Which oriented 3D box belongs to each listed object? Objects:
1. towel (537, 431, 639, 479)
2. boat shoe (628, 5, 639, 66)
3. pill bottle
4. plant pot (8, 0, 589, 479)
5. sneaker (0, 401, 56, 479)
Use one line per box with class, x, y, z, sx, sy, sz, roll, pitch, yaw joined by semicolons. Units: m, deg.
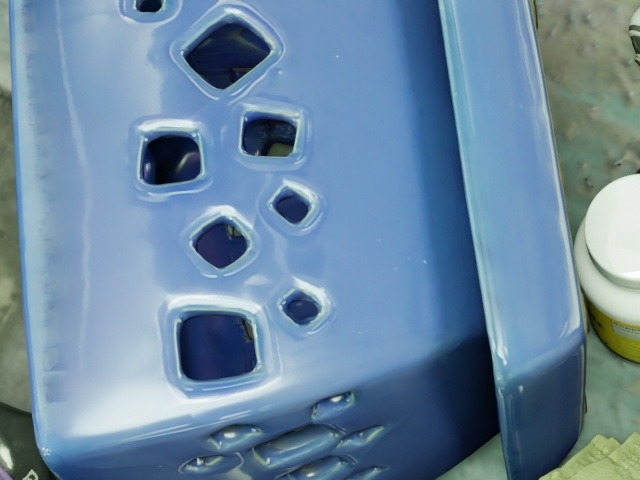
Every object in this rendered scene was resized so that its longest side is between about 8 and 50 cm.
towel;0.155;0.145;0.784;0.148;0.110;0.027;37;127;22
boat shoe;0.195;-0.034;0.824;0.070;0.078;0.219;-47;45;11
pill bottle;0.146;0.013;0.814;0.065;0.116;0.065;-4;70;12
plant pot;0.000;0.000;0.797;0.212;0.236;0.236;-8;69;5
sneaker;-0.236;0.046;0.920;0.124;0.107;0.283;-33;69;-17
